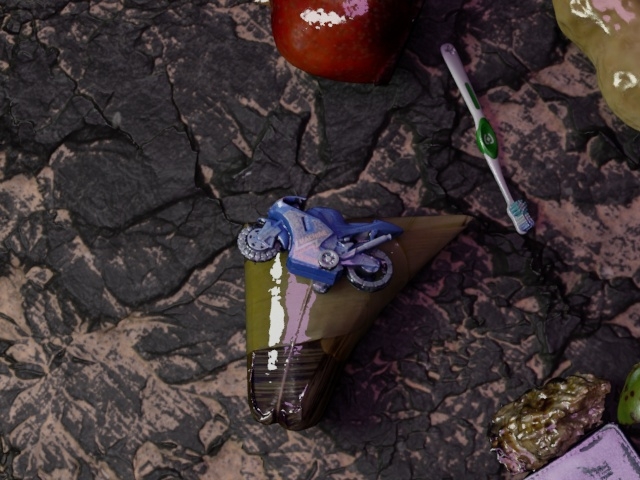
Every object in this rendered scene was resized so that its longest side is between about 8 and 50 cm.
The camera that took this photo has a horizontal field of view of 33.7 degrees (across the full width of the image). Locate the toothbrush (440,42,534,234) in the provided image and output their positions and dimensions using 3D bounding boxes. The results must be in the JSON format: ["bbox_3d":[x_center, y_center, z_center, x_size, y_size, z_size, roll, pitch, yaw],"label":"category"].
[{"bbox_3d":[0.231,-0.148,1.493,0.030,0.030,0.304,-24,73,9],"label":"toothbrush"}]

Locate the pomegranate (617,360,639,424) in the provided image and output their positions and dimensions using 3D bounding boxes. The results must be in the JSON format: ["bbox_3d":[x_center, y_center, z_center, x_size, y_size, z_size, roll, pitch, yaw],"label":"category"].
[{"bbox_3d":[0.460,0.201,1.308,0.169,0.143,0.122,23,86,26],"label":"pomegranate"}]

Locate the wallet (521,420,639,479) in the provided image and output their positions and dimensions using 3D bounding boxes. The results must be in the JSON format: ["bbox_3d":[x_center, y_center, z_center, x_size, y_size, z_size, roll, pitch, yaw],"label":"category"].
[{"bbox_3d":[0.373,0.362,1.357,0.167,0.036,0.222,-35,74,6],"label":"wallet"}]

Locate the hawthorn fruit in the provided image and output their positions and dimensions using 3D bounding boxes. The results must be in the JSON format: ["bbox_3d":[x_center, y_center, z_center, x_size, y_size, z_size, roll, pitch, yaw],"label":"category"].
[{"bbox_3d":[0.024,-0.332,1.495,0.249,0.215,0.215,5,81,20],"label":"hawthorn fruit"}]

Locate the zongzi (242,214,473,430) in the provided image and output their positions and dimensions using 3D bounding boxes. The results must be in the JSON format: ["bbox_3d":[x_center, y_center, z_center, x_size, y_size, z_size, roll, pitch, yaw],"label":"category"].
[{"bbox_3d":[0.055,0.106,1.429,0.317,0.154,0.290,-4,81,9],"label":"zongzi"}]

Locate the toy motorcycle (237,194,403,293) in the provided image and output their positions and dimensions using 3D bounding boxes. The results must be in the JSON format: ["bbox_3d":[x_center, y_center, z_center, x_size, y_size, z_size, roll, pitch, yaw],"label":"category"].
[{"bbox_3d":[0.000,0.000,1.356,0.205,0.076,0.114,14,60,0],"label":"toy motorcycle"}]

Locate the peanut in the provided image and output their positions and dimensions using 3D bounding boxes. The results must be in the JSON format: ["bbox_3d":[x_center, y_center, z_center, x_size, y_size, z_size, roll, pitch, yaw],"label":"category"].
[{"bbox_3d":[0.424,-0.243,1.402,0.147,0.147,0.319,-39,76,5],"label":"peanut"}]

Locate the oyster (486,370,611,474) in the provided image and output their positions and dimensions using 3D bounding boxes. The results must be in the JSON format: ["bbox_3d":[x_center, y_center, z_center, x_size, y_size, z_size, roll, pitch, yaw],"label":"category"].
[{"bbox_3d":[0.298,0.230,1.377,0.177,0.056,0.105,-25,45,15],"label":"oyster"}]
